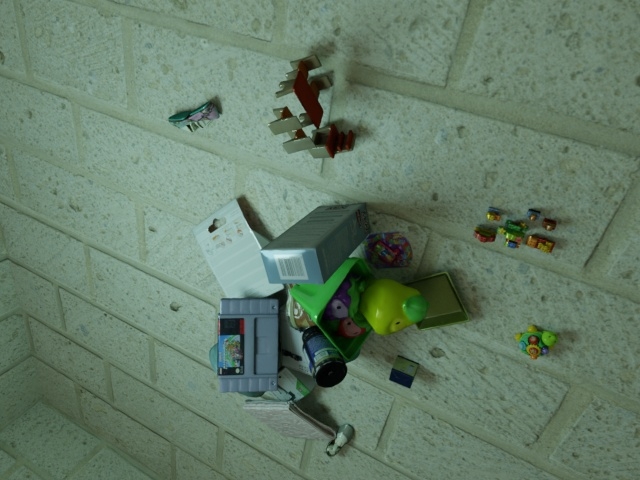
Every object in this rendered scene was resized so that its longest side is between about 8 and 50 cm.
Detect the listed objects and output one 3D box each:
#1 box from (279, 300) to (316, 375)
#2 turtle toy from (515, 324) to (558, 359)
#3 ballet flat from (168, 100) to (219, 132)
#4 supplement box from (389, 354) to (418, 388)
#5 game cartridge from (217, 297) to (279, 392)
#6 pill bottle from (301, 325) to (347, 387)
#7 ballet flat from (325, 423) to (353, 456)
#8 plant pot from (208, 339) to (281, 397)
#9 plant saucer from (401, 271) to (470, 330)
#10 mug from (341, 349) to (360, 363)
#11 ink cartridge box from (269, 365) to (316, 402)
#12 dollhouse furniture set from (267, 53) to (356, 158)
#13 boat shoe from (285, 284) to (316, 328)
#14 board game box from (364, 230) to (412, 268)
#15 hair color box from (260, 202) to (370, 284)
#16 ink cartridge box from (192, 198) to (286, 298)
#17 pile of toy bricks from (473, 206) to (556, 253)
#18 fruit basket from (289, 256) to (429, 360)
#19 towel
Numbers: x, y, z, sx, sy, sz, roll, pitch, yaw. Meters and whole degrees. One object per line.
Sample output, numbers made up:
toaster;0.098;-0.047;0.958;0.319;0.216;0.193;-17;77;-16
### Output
box;-0.070;0.391;1.749;0.169;0.087;0.290;13;120;23
turtle toy;0.662;0.312;1.328;0.095;0.066;0.130;43;126;3
ballet flat;-0.450;-0.431;1.557;0.221;0.077;0.079;-7;130;31
supplement box;0.305;0.479;1.593;0.083;0.083;0.056;18;122;19
game cartridge;-0.274;0.396;1.653;0.230;0.068;0.355;0;92;-12
pill bottle;0.005;0.405;1.554;0.122;0.219;0.123;-8;118;-15
ballet flat;0.084;0.896;1.933;0.072;0.068;0.213;33;125;10
plant pot;-0.284;0.470;1.811;0.293;0.293;0.196;41;99;4
plant saucer;0.374;0.194;1.437;0.188;0.045;0.188;-21;103;35
mug;0.089;0.381;1.644;0.129;0.097;0.158;-13;86;61
ink cartridge box;-0.131;0.620;1.897;0.153;0.087;0.208;44;128;2
dollhouse furniture set;-0.010;-0.361;1.256;0.135;0.262;0.259;-5;145;28
boat shoe;-0.059;0.159;1.583;0.119;0.122;0.324;-3;96;24
board game box;0.219;0.040;1.451;0.168;0.033;0.133;-5;112;30
hair color box;0.000;0.000;1.336;0.185;0.374;0.114;-2;113;29
ink cartridge box;-0.313;0.058;1.728;0.308;0.091;0.385;-27;91;36
pile of toy bricks;0.539;-0.022;1.202;0.212;0.105;0.118;18;121;19
fruit basket;0.137;0.225;1.391;0.392;0.283;0.392;34;163;12
towel;-0.143;0.798;1.941;0.331;0.053;0.317;-17;127;41
